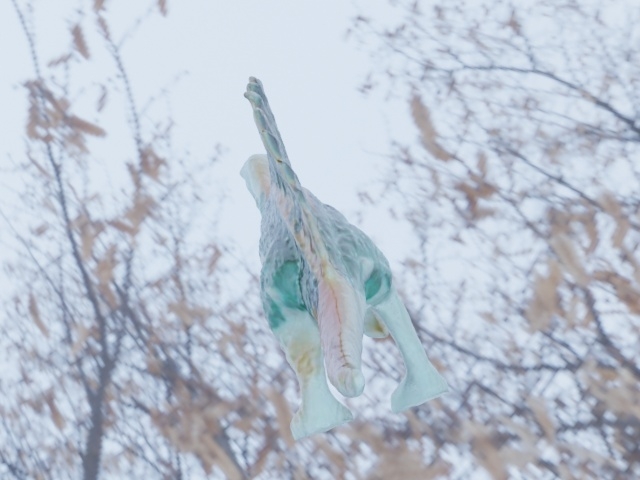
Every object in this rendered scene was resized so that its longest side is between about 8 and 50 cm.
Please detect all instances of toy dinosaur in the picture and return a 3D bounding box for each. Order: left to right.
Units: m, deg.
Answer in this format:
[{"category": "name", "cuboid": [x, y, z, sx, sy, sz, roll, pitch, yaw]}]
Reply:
[{"category": "toy dinosaur", "cuboid": [-0.004, 0.001, 0.470, 0.044, 0.187, 0.106, -20, -100, 6]}]
